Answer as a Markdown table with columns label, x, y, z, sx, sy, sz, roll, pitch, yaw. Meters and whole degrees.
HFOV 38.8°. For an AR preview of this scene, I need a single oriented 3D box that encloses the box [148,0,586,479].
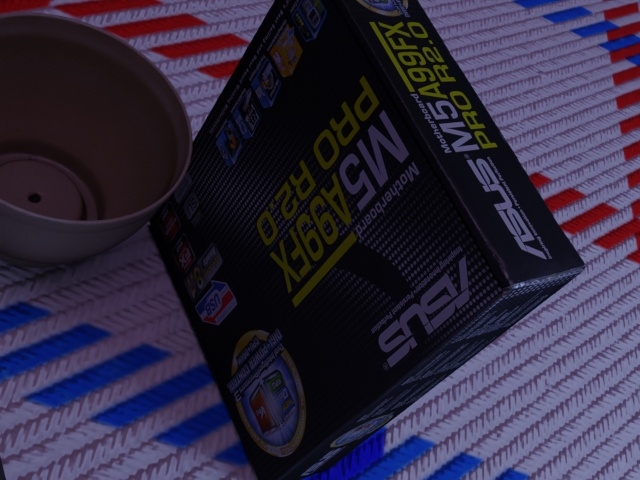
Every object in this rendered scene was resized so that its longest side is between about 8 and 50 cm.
| label | x | y | z | sx | sy | sz | roll | pitch | yaw |
| --- | --- | --- | --- | --- | --- | --- | --- | --- | --- |
| box | 0.000 | 0.000 | 0.546 | 0.060 | 0.270 | 0.216 | -10 | 64 | -37 |

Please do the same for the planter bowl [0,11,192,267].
| label | x | y | z | sx | sy | sz | roll | pitch | yaw |
| --- | --- | --- | --- | --- | --- | --- | --- | --- | --- |
| planter bowl | -0.177 | -0.049 | 0.585 | 0.162 | 0.109 | 0.162 | 16 | 50 | -20 |

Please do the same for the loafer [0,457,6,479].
| label | x | y | z | sx | sy | sz | roll | pitch | yaw |
| --- | --- | --- | --- | --- | --- | --- | --- | --- | --- |
| loafer | -0.163 | 0.167 | 0.470 | 0.061 | 0.062 | 0.170 | -18 | 69 | -44 |
